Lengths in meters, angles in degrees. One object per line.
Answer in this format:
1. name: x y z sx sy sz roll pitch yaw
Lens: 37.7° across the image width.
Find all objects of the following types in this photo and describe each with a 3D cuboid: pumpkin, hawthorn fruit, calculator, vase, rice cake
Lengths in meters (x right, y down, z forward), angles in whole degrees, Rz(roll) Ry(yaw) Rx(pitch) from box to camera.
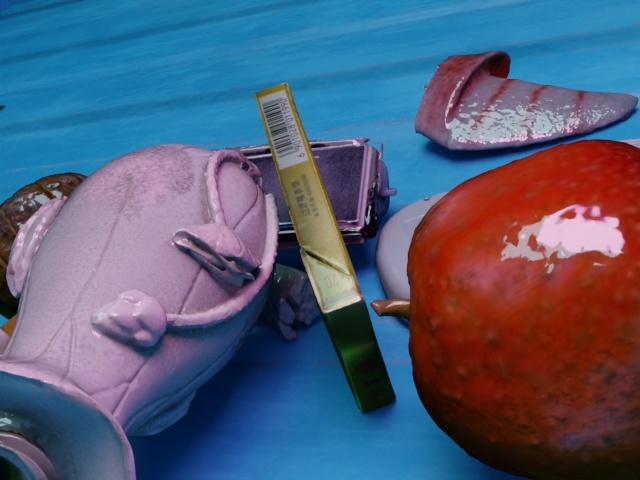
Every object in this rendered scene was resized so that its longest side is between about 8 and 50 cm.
1. pumpkin: -0.359 0.005 1.224 0.219 0.219 0.162 -36 72 -26
2. hawthorn fruit: 0.186 0.056 0.736 0.299 0.275 0.275 -2 33 15
3. calculator: 0.154 0.019 1.041 0.184 0.042 0.295 -20 28 1
4. calculator: -0.062 -0.056 1.147 0.274 0.028 0.166 -4 50 15
5. vase: -0.182 0.073 0.852 0.250 0.250 0.445 -10 24 18
6. rice cake: -0.124 0.040 1.157 0.063 0.066 0.336 -34 31 -27

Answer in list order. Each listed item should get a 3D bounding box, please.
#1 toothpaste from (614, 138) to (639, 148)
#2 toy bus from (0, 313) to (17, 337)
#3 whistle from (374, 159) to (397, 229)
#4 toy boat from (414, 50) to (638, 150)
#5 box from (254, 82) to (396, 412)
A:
1. toothpaste: 0.417 -0.110 1.110 0.218 0.033 0.052 1 31 39
2. toy bus: -0.316 0.121 1.111 0.103 0.091 0.182 18 48 40
3. whistle: -0.005 -0.069 1.243 0.269 0.093 0.180 9 16 42
4. toy boat: 0.280 -0.179 1.284 0.282 0.096 0.206 14 49 27
5. box: 0.000 0.000 0.944 0.043 0.173 0.311 -19 48 0
